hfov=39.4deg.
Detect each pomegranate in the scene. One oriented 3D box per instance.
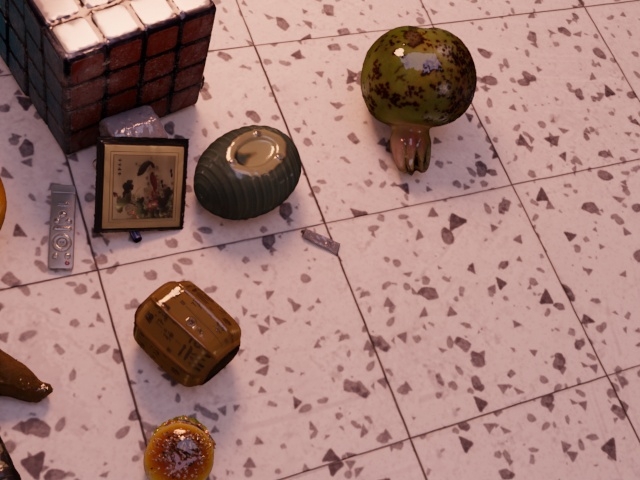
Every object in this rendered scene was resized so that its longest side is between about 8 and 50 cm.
[{"bbox_3d":[0.220,-0.320,2.062,0.285,0.285,0.340,2,95,-16],"label":"pomegranate"}]

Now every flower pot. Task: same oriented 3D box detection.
[{"bbox_3d":[-0.152,-0.145,1.888,0.243,0.157,0.189,-32,73,-30],"label":"flower pot"}]

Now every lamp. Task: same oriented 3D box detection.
[{"bbox_3d":[-0.252,0.174,1.687,0.185,0.161,0.161,44,59,9],"label":"lamp"}]

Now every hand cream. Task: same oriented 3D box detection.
[{"bbox_3d":[0.000,0.000,1.935,0.093,0.019,0.030,24,60,-5],"label":"hand cream"}]

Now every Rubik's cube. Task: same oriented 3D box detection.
[{"bbox_3d":[-0.456,-0.442,1.851,0.344,0.344,0.337,-27,72,-28],"label":"Rubik's cube"}]

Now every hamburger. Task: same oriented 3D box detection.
[{"bbox_3d":[-0.253,0.387,1.609,0.127,0.081,0.141,30,59,1],"label":"hamburger"}]

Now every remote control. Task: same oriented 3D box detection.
[{"bbox_3d":[-0.517,-0.025,1.791,0.050,0.027,0.184,2,67,-14],"label":"remote control"}]

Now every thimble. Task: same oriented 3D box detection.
[{"bbox_3d":[-0.380,-0.195,1.848,0.118,0.151,0.127,-24,41,-25],"label":"thimble"}]

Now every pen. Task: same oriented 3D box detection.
[{"bbox_3d":[-0.420,-0.083,1.851,0.025,0.025,0.204,-22,71,-26],"label":"pen"}]

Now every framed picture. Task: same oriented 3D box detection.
[{"bbox_3d":[-0.359,-0.111,1.797,0.199,0.010,0.195,-2,103,-33],"label":"framed picture"}]

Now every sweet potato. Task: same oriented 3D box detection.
[{"bbox_3d":[-0.608,0.199,1.604,0.286,0.085,0.112,34,54,3],"label":"sweet potato"}]

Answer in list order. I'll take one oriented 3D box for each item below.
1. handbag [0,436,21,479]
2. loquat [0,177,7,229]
[{"bbox_3d":[-0.664,0.321,1.446,0.317,0.180,0.416,-23,75,-17],"label":"handbag"},{"bbox_3d":[-0.704,-0.078,1.625,0.275,0.275,0.274,7,61,-13],"label":"loquat"}]
